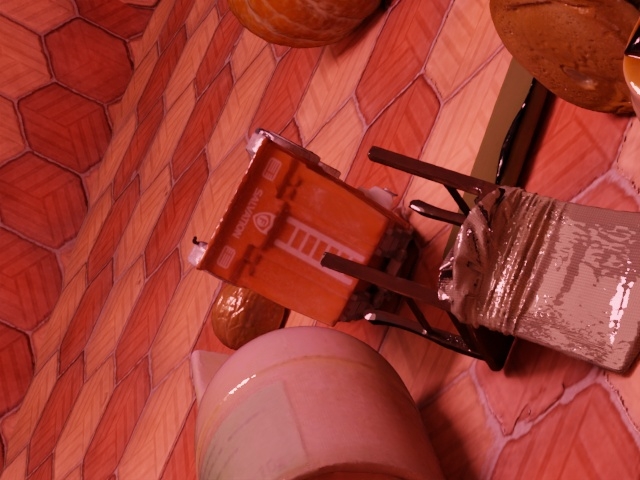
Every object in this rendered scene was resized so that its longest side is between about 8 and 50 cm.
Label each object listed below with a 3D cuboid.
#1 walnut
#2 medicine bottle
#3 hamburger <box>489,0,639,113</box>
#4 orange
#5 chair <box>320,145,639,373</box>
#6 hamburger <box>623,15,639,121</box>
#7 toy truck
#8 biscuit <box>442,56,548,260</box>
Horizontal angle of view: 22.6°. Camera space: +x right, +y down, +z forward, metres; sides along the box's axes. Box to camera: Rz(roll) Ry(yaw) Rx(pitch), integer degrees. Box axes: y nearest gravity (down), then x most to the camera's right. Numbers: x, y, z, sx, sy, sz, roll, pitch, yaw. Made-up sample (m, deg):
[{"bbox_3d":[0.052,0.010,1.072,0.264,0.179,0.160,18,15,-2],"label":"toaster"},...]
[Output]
[{"bbox_3d":[-0.100,0.097,2.254,0.124,0.105,0.105,-59,18,1],"label":"walnut"},{"bbox_3d":[-0.008,0.220,1.594,0.235,0.236,0.406,-59,19,15],"label":"medicine bottle"},{"bbox_3d":[0.263,-0.220,1.550,0.122,0.189,0.215,-58,14,-16],"label":"hamburger"},{"bbox_3d":[-0.008,-0.459,2.526,0.329,0.249,0.329,-42,32,34],"label":"orange"},{"bbox_3d":[0.183,0.032,1.513,0.160,0.319,0.186,-66,-26,-14],"label":"chair"},{"bbox_3d":[0.348,-0.177,1.376,0.173,0.116,0.210,-1,59,61],"label":"hamburger"},{"bbox_3d":[0.000,0.000,1.830,0.173,0.207,0.387,-62,-8,3],"label":"toy truck"},{"bbox_3d":[0.211,-0.117,1.780,0.099,0.038,0.322,-28,40,66],"label":"biscuit"}]
